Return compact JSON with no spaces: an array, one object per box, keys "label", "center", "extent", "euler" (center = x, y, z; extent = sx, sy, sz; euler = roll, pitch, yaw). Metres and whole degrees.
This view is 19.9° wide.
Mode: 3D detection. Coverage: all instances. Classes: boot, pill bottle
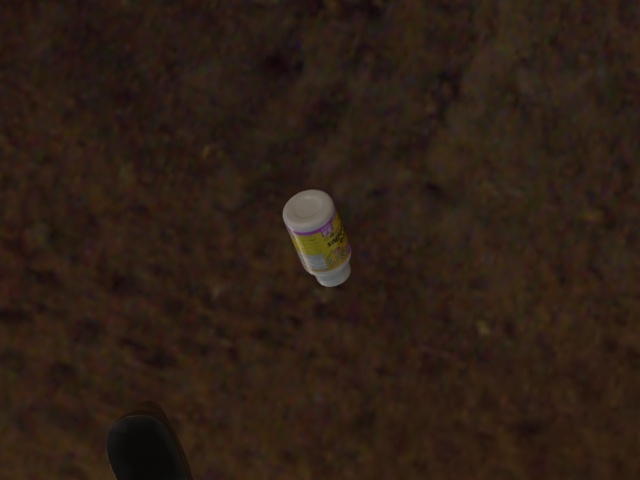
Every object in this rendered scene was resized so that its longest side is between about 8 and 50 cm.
[{"label":"boot","center":[-0.171,0.333,2.147],"extent":[0.112,0.115,0.305],"euler":[-12,99,3]},{"label":"pill bottle","center":[0.000,0.000,1.505],"extent":[0.043,0.043,0.083],"euler":[2,140,22]}]
